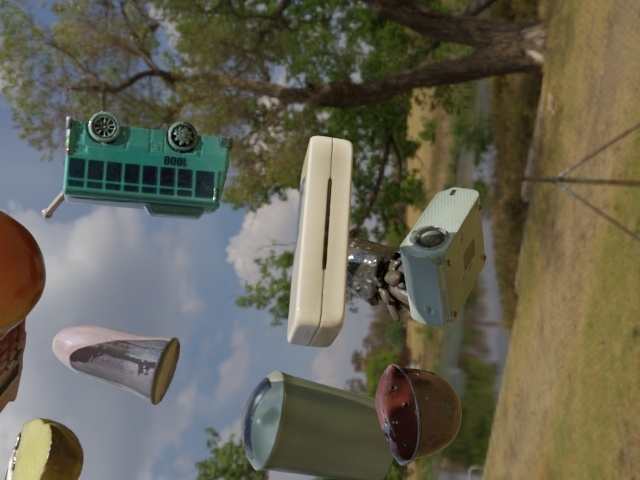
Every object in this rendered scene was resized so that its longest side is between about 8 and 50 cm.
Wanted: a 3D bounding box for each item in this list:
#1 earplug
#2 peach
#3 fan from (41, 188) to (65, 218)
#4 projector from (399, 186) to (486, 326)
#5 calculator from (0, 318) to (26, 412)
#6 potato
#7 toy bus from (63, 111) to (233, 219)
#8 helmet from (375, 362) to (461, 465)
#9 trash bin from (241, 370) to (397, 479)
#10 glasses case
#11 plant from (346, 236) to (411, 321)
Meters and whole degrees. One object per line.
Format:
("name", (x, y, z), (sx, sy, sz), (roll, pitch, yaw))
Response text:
("earplug", (-0.526, 0.286, 1.684), (0.172, 0.301, 0.173), (15, -90, -85))
("peach", (-0.406, 0.038, 0.746), (0.184, 0.184, 0.184), (2, -90, -81))
("fan", (-0.590, -0.159, 1.633), (0.282, 0.023, 0.057), (-46, -27, 8))
("projector", (0.275, 0.032, 1.458), (0.250, 0.108, 0.198), (-49, -43, -39))
("calculator", (-0.707, 0.261, 1.475), (0.220, 0.048, 0.330), (-80, 8, -68))
("potato", (-0.288, 0.244, 0.725), (0.066, 0.103, 0.096), (21, -120, -37))
("toy bus", (-0.277, -0.114, 1.083), (0.128, 0.255, 0.147), (167, 107, -72))
("helmet", (0.163, 0.272, 1.071), (0.175, 0.106, 0.155), (146, 122, -68))
("trash bin", (-0.017, 0.550, 1.962), (0.280, 0.431, 0.281), (-164, 90, -74))
("glasses case", (0.000, 0.000, 1.123), (0.144, 0.076, 0.337), (111, 165, -66))
("plant", (0.202, 0.102, 1.987), (0.181, 0.320, 0.194), (-28, -45, -55))
